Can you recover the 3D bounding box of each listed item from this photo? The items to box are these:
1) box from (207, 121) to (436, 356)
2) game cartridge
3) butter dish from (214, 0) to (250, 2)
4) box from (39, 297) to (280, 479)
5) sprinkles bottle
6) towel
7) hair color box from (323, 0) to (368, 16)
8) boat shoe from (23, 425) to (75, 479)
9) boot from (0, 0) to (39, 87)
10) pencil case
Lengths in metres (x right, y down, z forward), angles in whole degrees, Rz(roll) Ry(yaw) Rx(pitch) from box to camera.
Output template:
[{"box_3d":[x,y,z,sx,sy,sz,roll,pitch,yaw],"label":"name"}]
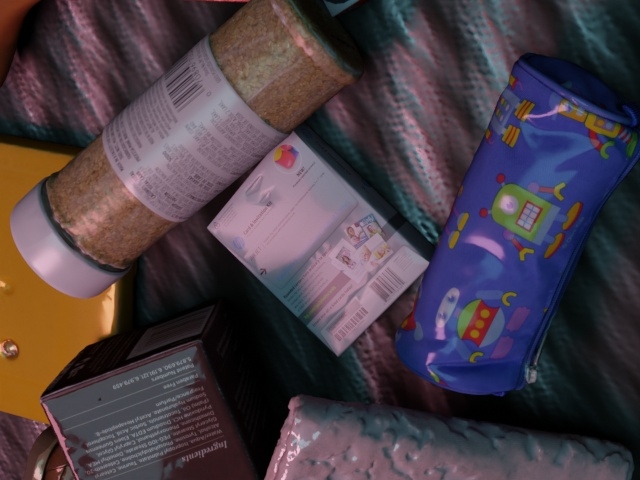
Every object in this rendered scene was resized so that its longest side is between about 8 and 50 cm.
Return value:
[{"box_3d":[0.000,0.000,0.977,0.186,0.038,0.145,43,116,3],"label":"box"},{"box_3d":[-0.337,0.044,1.124,0.285,0.053,0.323,11,108,18],"label":"game cartridge"},{"box_3d":[-0.110,-0.291,0.884,0.160,0.118,0.160,7,108,20],"label":"butter dish"},{"box_3d":[-0.146,0.192,0.997,0.167,0.168,0.203,-20,99,4],"label":"box"},{"box_3d":[-0.128,-0.090,0.927,0.355,0.121,0.121,-37,90,19],"label":"sprinkles bottle"},{"box_3d":[0.089,0.298,0.937,0.332,0.053,0.317,11,114,-17],"label":"towel"},{"box_3d":[0.056,-0.261,0.869,0.141,0.043,0.072,-28,96,27],"label":"hair color box"},{"box_3d":[-0.292,0.371,1.170,0.104,0.111,0.307,15,111,18],"label":"boat shoe"},{"box_3d":[-0.272,-0.249,0.942,0.220,0.109,0.283,24,102,37],"label":"boot"},{"box_3d":[0.171,-0.002,0.861,0.133,0.119,0.306,29,115,19],"label":"pencil case"}]
